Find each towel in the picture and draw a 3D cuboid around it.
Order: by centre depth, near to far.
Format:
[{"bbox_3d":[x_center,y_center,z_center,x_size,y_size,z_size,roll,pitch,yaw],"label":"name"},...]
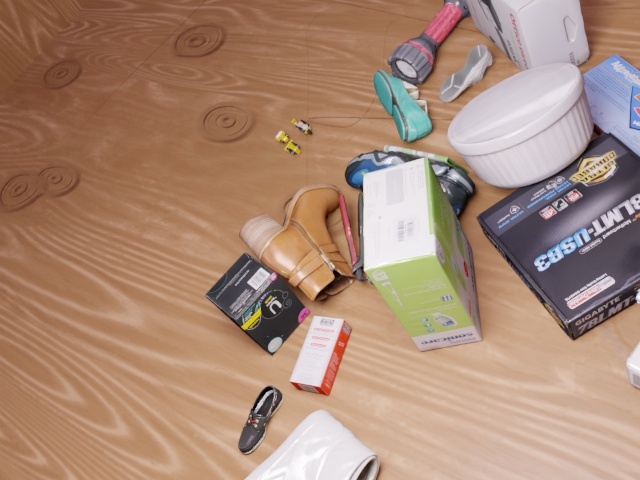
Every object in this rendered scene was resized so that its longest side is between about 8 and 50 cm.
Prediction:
[{"bbox_3d":[0.219,-0.164,1.509,0.152,0.113,0.023,18,91,37],"label":"towel"}]

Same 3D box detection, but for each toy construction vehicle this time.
[{"bbox_3d":[-0.062,-0.256,1.797,0.085,0.035,0.098,-54,45,-2],"label":"toy construction vehicle"}]

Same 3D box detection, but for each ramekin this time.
[{"bbox_3d":[0.389,-0.212,1.384,0.273,0.127,0.273,-29,23,13],"label":"ramekin"}]

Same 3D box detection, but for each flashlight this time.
[{"bbox_3d":[0.284,-0.510,1.747,0.103,0.103,0.304,25,71,42],"label":"flashlight"}]

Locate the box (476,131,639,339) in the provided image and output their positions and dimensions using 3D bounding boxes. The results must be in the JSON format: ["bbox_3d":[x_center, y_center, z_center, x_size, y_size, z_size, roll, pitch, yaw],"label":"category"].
[{"bbox_3d":[0.475,-0.017,1.271,0.296,0.073,0.293,-32,45,4],"label":"box"}]

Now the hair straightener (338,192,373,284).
[{"bbox_3d":[0.096,-0.006,1.475,0.089,0.047,0.230,-6,51,-4],"label":"hair straightener"}]

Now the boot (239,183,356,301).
[{"bbox_3d":[0.000,0.000,1.497,0.220,0.109,0.283,40,40,22],"label":"boot"}]

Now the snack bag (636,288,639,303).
[{"bbox_3d":[0.691,0.042,1.035,0.323,0.037,0.343,-46,48,-14],"label":"snack bag"}]

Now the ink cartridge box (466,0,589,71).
[{"bbox_3d":[0.430,-0.512,1.580,0.129,0.223,0.307,-31,46,5],"label":"ink cartridge box"}]

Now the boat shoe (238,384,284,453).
[{"bbox_3d":[-0.118,0.332,1.353,0.049,0.042,0.133,17,67,36],"label":"boat shoe"}]

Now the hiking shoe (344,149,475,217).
[{"bbox_3d":[0.159,-0.101,1.489,0.304,0.113,0.132,13,69,41],"label":"hiking shoe"}]

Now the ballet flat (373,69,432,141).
[{"bbox_3d":[0.195,-0.313,1.671,0.087,0.083,0.247,-11,46,-9],"label":"ballet flat"}]

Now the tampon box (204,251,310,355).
[{"bbox_3d":[-0.121,0.126,1.433,0.120,0.161,0.101,-49,47,-10],"label":"tampon box"}]

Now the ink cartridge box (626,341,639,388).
[{"bbox_3d":[0.642,0.158,1.036,0.296,0.066,0.261,27,67,41],"label":"ink cartridge box"}]

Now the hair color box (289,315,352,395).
[{"bbox_3d":[0.001,0.216,1.374,0.072,0.043,0.141,4,59,32],"label":"hair color box"}]

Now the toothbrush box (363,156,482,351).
[{"bbox_3d":[0.178,0.031,1.252,0.122,0.283,0.206,-13,49,19],"label":"toothbrush box"}]

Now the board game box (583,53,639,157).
[{"bbox_3d":[0.602,-0.254,1.414,0.145,0.027,0.281,-33,46,5],"label":"board game box"}]

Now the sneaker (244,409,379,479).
[{"bbox_3d":[-0.031,0.430,1.179,0.169,0.108,0.292,27,70,44],"label":"sneaker"}]

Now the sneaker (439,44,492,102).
[{"bbox_3d":[0.334,-0.368,1.644,0.152,0.061,0.053,-48,51,15],"label":"sneaker"}]
